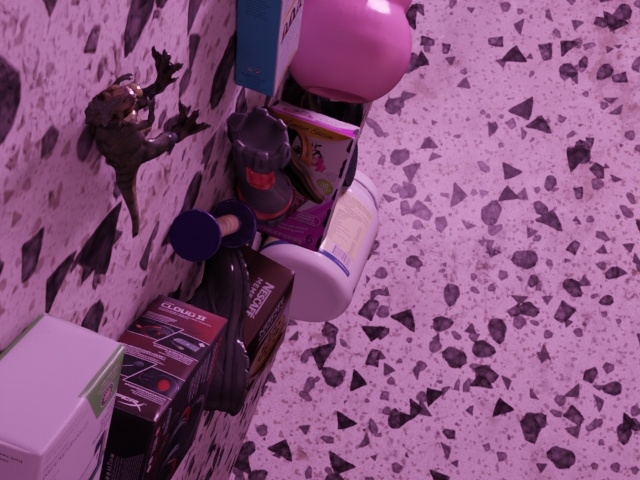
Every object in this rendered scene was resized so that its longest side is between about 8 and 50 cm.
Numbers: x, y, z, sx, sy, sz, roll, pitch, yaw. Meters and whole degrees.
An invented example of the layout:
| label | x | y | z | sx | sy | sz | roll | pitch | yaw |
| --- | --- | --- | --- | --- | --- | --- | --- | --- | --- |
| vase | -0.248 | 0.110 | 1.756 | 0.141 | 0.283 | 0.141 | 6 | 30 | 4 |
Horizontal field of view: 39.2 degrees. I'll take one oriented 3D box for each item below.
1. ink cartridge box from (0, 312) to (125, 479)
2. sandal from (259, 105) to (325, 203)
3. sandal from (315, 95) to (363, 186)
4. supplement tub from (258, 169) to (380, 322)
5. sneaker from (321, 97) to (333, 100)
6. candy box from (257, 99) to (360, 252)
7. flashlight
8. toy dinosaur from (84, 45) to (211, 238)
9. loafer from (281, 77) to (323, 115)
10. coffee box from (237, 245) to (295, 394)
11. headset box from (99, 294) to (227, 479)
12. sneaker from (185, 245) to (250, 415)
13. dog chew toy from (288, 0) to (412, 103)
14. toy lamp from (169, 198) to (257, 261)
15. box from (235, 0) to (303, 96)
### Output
| label | x | y | z | sx | sy | sz | roll | pitch | yaw |
| --- | --- | --- | --- | --- | --- | --- | --- | --- | --- |
| ink cartridge box | -0.261 | 0.203 | 0.801 | 0.160 | 0.093 | 0.219 | -61 | 170 | -58 |
| sandal | -0.040 | -0.147 | 1.486 | 0.060 | 0.090 | 0.219 | -43 | 130 | -9 |
| sandal | 0.056 | -0.277 | 1.860 | 0.445 | 0.107 | 0.167 | 71 | 28 | -58 |
| supplement tub | 0.000 | 0.000 | 2.068 | 0.235 | 0.236 | 0.324 | 104 | 7 | -50 |
| sneaker | 0.027 | -0.377 | 1.621 | 0.094 | 0.091 | 0.258 | 80 | 4 | -87 |
| candy box | -0.040 | -0.113 | 1.603 | 0.071 | 0.159 | 0.233 | -63 | 170 | -65 |
| flashlight | -0.085 | -0.105 | 1.393 | 0.304 | 0.103 | 0.103 | 109 | -36 | -75 |
| toy dinosaur | -0.164 | -0.102 | 0.843 | 0.118 | 0.064 | 0.268 | -53 | 170 | -20 |
| loafer | -0.026 | -0.247 | 1.684 | 0.220 | 0.078 | 0.080 | 101 | 10 | -63 |
| coffee box | -0.145 | 0.160 | 1.660 | 0.168 | 0.119 | 0.297 | -56 | 169 | -28 |
| headset box | -0.226 | 0.222 | 1.169 | 0.293 | 0.110 | 0.218 | -59 | 168 | -66 |
| sneaker | -0.176 | 0.125 | 1.387 | 0.109 | 0.130 | 0.286 | 121 | -30 | -63 |
| dog chew toy | 0.060 | -0.391 | 1.418 | 0.206 | 0.207 | 0.331 | 5 | 98 | -85 |
| toy lamp | -0.146 | -0.017 | 1.307 | 0.275 | 0.080 | 0.080 | -37 | 147 | -79 |
| box | -0.063 | -0.301 | 1.151 | 0.244 | 0.060 | 0.100 | 102 | 9 | -60 |
